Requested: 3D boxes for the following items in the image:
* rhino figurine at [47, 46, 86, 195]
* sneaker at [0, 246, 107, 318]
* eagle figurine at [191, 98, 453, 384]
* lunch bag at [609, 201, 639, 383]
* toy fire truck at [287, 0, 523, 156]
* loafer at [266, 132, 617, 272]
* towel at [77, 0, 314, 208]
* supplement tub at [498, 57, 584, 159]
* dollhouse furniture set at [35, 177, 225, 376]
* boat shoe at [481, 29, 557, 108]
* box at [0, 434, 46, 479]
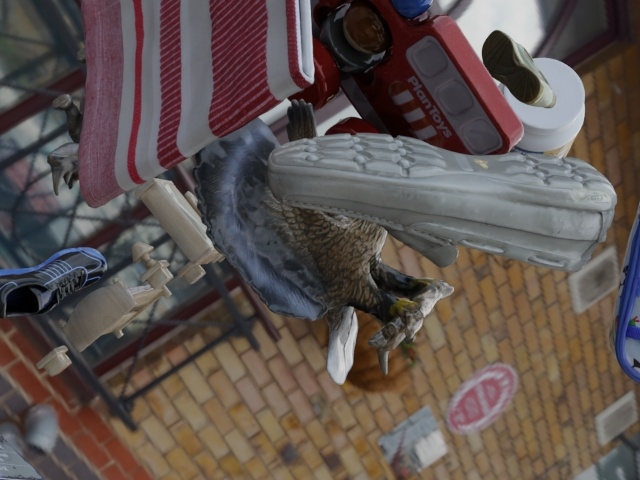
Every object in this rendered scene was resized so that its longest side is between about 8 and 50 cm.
[{"bbox_3d":[-0.299,-0.155,1.207,0.073,0.243,0.106,2,-35,20],"label":"rhino figurine"},{"bbox_3d":[-0.441,0.076,1.494,0.090,0.232,0.081,32,-54,38],"label":"sneaker"},{"bbox_3d":[0.007,-0.009,1.013,0.298,0.225,0.226,38,-21,9],"label":"eagle figurine"},{"bbox_3d":[0.454,0.067,0.912,0.303,0.243,0.115,12,0,12],"label":"lunch bag"},{"bbox_3d":[0.093,-0.213,1.125,0.302,0.169,0.254,57,-31,-7],"label":"toy fire truck"},{"bbox_3d":[0.107,-0.027,0.830,0.112,0.319,0.111,-90,-171,-63],"label":"loafer"},{"bbox_3d":[-0.132,-0.188,0.855,0.329,0.037,0.237,-22,-114,43],"label":"towel"},{"bbox_3d":[0.340,-0.189,1.466,0.144,0.144,0.200,54,-9,17],"label":"supplement tub"},{"bbox_3d":[-0.372,0.062,1.718,0.174,0.355,0.303,51,7,5],"label":"dollhouse furniture set"},{"bbox_3d":[0.274,-0.236,1.264,0.048,0.056,0.153,15,31,-37],"label":"boat shoe"},{"bbox_3d":[-0.724,0.363,1.578,0.395,0.212,0.293,39,-10,13],"label":"box"}]
